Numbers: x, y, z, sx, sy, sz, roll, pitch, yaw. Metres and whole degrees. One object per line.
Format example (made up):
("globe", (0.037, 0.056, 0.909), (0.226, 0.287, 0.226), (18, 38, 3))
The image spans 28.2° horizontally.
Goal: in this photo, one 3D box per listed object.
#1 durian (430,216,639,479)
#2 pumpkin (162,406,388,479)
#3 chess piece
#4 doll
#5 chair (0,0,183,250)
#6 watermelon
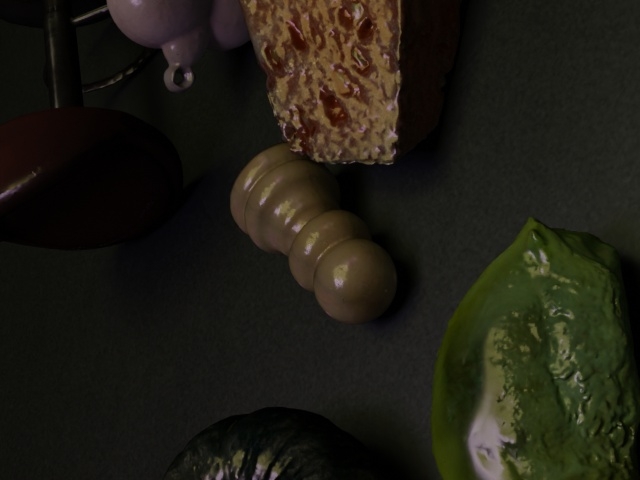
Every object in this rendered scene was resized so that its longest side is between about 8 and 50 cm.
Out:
("durian", (0.138, 0.110, 0.827), (0.139, 0.101, 0.250), (-3, 72, 48))
("pumpkin", (-0.040, 0.227, 0.944), (0.212, 0.152, 0.211), (-16, 66, 40))
("chess piece", (0.000, 0.000, 1.046), (0.094, 0.094, 0.170), (-56, 44, 16))
("doll", (-0.120, -0.320, 1.263), (0.094, 0.160, 0.365), (-11, 67, 53))
("chair", (-0.264, -0.152, 1.304), (0.226, 0.227, 0.401), (-37, 49, 34))
("watermelon", (0.035, -0.174, 1.065), (0.193, 0.140, 0.256), (-15, 73, 40))
